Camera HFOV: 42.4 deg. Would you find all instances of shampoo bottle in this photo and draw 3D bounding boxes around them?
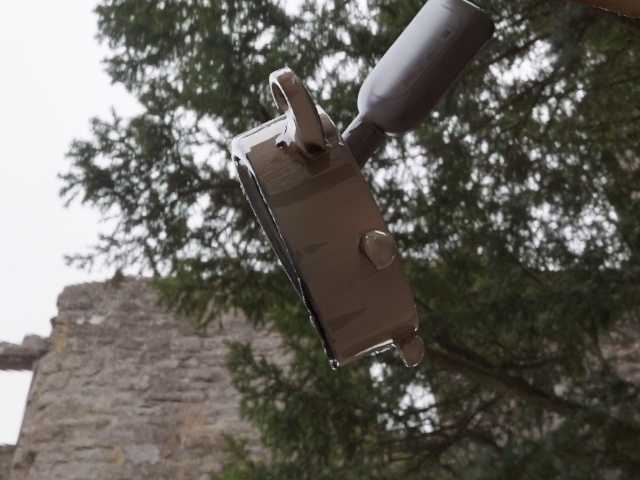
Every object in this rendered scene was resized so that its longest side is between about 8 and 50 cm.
[{"bbox_3d":[0.070,-0.127,0.682,0.040,0.080,0.165,31,-78,-40],"label":"shampoo bottle"}]

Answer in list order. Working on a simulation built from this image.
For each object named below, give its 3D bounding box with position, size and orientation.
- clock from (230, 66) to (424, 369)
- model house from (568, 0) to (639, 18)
[{"bbox_3d":[0.000,0.000,0.492,0.063,0.156,0.229,-25,-43,-2],"label":"clock"},{"bbox_3d":[0.311,-0.355,0.833,0.166,0.172,0.183,19,-19,13],"label":"model house"}]
